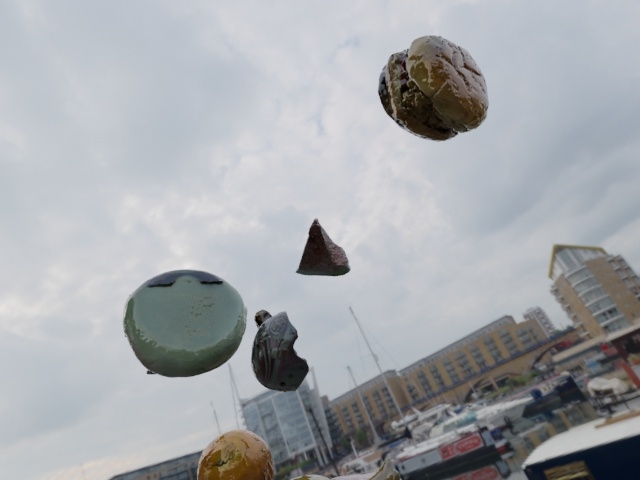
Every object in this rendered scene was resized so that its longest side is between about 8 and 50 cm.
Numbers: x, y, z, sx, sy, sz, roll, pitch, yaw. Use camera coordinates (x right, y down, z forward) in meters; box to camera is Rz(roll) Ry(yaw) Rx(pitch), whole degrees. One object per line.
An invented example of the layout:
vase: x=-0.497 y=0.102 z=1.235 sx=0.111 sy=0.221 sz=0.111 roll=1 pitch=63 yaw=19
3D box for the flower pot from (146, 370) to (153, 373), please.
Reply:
flower pot: x=-0.598 y=0.406 z=1.650 sx=0.213 sy=0.202 sz=0.212 roll=-20 pitch=-20 yaw=-8

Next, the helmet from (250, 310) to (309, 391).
helmet: x=-0.106 y=0.256 z=0.932 sx=0.108 sy=0.176 sz=0.153 roll=-11 pitch=-26 yaw=-20

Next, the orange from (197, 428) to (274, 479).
orange: x=-0.268 y=0.738 z=1.333 sx=0.246 sy=0.246 sz=0.246 roll=-19 pitch=-27 yaw=-10

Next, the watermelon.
watermelon: x=-0.016 y=0.014 z=0.977 sx=0.121 sy=0.097 sz=0.158 roll=-23 pitch=-55 yaw=21

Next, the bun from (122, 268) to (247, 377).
bun: x=-0.336 y=0.220 z=1.044 sx=0.293 sy=0.293 sz=0.187 roll=-9 pitch=-36 yaw=-27

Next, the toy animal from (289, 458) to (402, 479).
toy animal: x=0.026 y=0.375 z=0.527 sx=0.169 sy=0.195 sz=0.281 roll=8 pitch=-10 yaw=46

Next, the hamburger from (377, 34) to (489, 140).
hamburger: x=0.259 y=-0.336 z=0.921 sx=0.245 sy=0.244 sz=0.163 roll=-6 pitch=-14 yaw=-32

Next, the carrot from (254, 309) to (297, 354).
carrot: x=-0.155 y=0.325 z=1.417 sx=0.069 sy=0.229 sz=0.068 roll=-22 pitch=-46 yaw=-25
